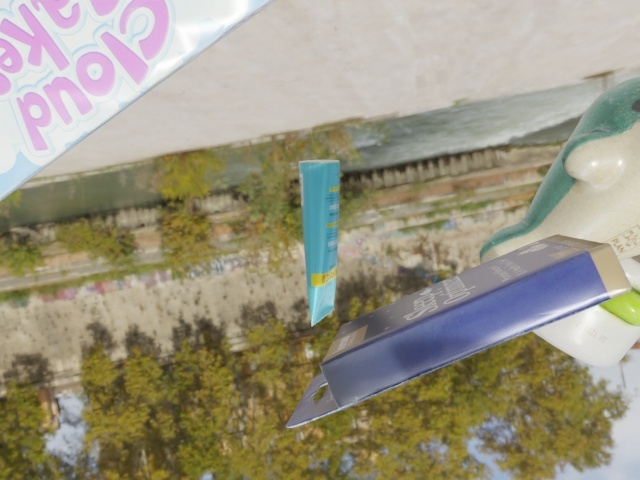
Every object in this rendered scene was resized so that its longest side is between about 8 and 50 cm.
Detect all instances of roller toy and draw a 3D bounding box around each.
[{"bbox_3d":[0.315,0.060,0.840,0.191,0.146,0.209,39,-164,24],"label":"roller toy"}]

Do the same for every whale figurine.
[{"bbox_3d":[0.281,-0.056,0.677,0.272,0.141,0.216,-37,139,22],"label":"whale figurine"}]

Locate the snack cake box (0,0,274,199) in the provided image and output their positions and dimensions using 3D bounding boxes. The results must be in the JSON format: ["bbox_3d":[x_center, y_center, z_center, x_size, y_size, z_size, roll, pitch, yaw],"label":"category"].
[{"bbox_3d":[-0.116,-0.137,0.307,0.264,0.152,0.089,-35,-162,4],"label":"snack cake box"}]

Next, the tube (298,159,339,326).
[{"bbox_3d":[0.000,0.000,0.866,0.052,0.207,0.080,4,-168,27],"label":"tube"}]

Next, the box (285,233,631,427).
[{"bbox_3d":[0.081,0.057,0.465,0.225,0.037,0.136,-25,180,8],"label":"box"}]
